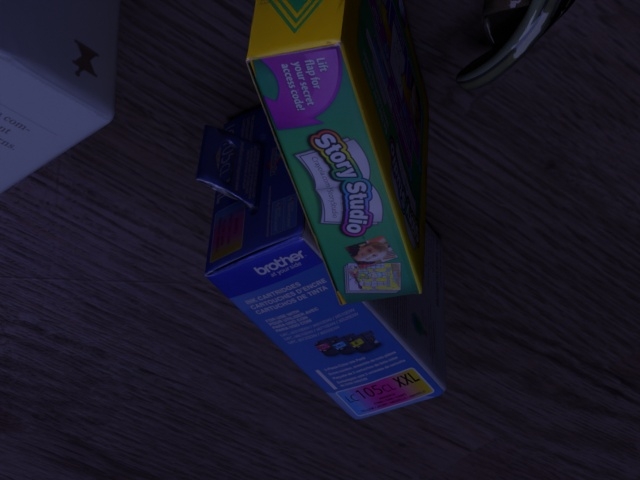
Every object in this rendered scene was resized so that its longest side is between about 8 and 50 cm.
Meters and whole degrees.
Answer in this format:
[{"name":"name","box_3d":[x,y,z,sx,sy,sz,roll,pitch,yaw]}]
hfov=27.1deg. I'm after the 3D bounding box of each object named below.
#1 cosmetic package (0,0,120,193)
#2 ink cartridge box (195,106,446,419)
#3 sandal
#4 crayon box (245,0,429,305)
[{"name":"cosmetic package","box_3d":[-0.453,-0.234,1.377,0.394,0.327,0.329,-27,139,32]},{"name":"ink cartridge box","box_3d":[0.000,0.000,1.653,0.151,0.270,0.395,-21,131,24]},{"name":"sandal","box_3d":[0.236,-0.283,1.447,0.086,0.120,0.303,40,133,5]},{"name":"crayon box","box_3d":[0.031,-0.166,1.433,0.106,0.313,0.363,-7,136,15]}]
